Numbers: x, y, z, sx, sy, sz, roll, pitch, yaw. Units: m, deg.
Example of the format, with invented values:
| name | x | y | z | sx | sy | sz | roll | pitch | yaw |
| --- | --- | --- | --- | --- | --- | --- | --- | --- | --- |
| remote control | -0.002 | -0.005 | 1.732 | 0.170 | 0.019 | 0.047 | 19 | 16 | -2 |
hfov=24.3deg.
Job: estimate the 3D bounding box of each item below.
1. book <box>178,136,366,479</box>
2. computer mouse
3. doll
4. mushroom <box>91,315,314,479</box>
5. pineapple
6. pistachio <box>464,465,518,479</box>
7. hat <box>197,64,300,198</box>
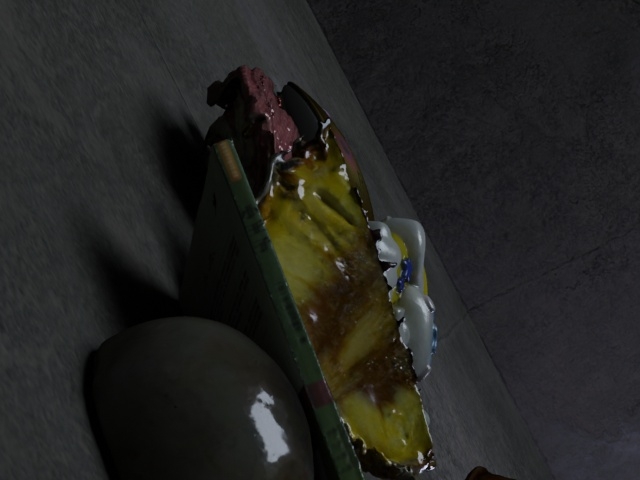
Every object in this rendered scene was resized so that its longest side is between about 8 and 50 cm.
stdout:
| name | x | y | z | sx | sy | sz | roll | pitch | yaw |
| --- | --- | --- | --- | --- | --- | --- | --- | --- | --- |
| book | -0.041 | 0.099 | 1.030 | 0.201 | 0.026 | 0.289 | 108 | -33 | -54 |
| computer mouse | 0.016 | -0.111 | 2.209 | 0.158 | 0.071 | 0.310 | 55 | 10 | -49 |
| doll | 0.077 | 0.096 | 1.691 | 0.237 | 0.111 | 0.252 | 19 | 72 | -71 |
| mushroom | -0.063 | 0.127 | 0.905 | 0.141 | 0.117 | 0.188 | 20 | 46 | -60 |
| pineapple | -0.024 | 0.087 | 1.244 | 0.161 | 0.158 | 0.335 | -37 | -107 | 59 |
| pistachio | 0.239 | 0.366 | 1.859 | 0.210 | 0.130 | 0.165 | 49 | 17 | -26 |
| hat | -0.068 | -0.073 | 1.470 | 0.286 | 0.107 | 0.237 | -102 | -170 | -59 |
